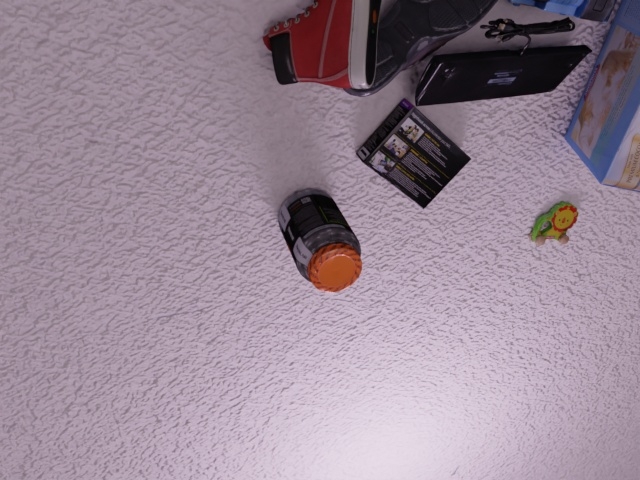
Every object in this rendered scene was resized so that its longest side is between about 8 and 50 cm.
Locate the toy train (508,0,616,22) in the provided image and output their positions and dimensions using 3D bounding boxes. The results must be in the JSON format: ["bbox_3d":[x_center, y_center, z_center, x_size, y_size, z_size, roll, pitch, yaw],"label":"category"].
[{"bbox_3d":[0.389,-0.407,0.976,0.184,0.105,0.080,1,122,-21],"label":"toy train"}]

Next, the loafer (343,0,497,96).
[{"bbox_3d":[0.152,-0.340,0.965,0.303,0.095,0.109,-37,96,2],"label":"loafer"}]

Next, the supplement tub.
[{"bbox_3d":[0.000,0.000,1.064,0.117,0.190,0.116,-9,125,-13],"label":"supplement tub"}]

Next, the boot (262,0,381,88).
[{"bbox_3d":[0.000,-0.353,0.894,0.176,0.088,0.244,8,95,19],"label":"boot"}]

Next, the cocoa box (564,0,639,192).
[{"bbox_3d":[0.622,-0.272,1.043,0.228,0.231,0.346,10,121,-3],"label":"cocoa box"}]

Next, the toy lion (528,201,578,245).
[{"bbox_3d":[0.518,-0.039,1.324,0.100,0.034,0.096,-3,117,-17],"label":"toy lion"}]

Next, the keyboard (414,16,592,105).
[{"bbox_3d":[0.319,-0.304,1.004,0.317,0.033,0.201,-11,159,-22],"label":"keyboard"}]

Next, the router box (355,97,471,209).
[{"bbox_3d":[0.174,-0.155,1.110,0.179,0.046,0.133,33,107,-34],"label":"router box"}]
